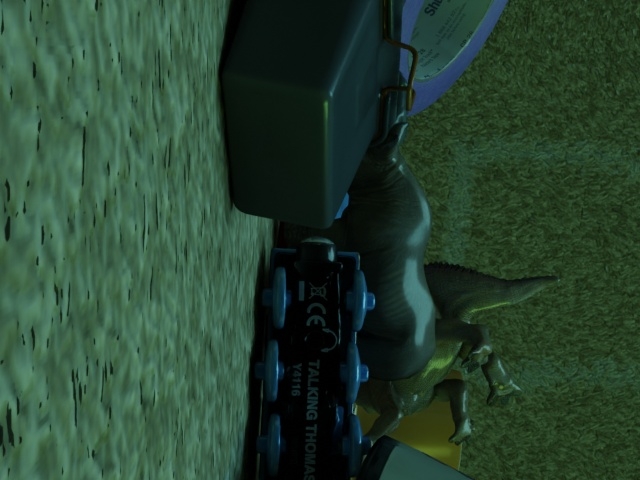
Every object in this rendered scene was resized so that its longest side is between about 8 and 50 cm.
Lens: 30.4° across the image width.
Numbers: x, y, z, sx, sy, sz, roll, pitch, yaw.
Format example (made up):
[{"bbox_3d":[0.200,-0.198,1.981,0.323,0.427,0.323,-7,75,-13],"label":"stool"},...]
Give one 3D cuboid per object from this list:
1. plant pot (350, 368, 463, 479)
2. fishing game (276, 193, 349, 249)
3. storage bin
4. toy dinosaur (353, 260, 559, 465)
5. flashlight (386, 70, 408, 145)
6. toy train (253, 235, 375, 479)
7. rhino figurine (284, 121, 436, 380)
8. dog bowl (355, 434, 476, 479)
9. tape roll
[{"bbox_3d":[0.077,0.218,1.440,0.205,0.188,0.205,4,90,-87],"label":"plant pot"},{"bbox_3d":[0.000,0.000,1.023,0.264,0.041,0.189,49,44,-65],"label":"fishing game"},{"bbox_3d":[-0.003,-0.073,0.612,0.135,0.098,0.091,89,15,-53],"label":"storage bin"},{"bbox_3d":[0.085,0.095,1.164,0.296,0.127,0.200,-49,-132,24],"label":"toy dinosaur"},{"bbox_3d":[0.037,-0.062,1.215,0.304,0.103,0.103,85,6,-61],"label":"flashlight"},{"bbox_3d":[-0.008,0.091,0.817,0.105,0.080,0.184,136,-44,-81],"label":"toy train"},{"bbox_3d":[0.033,-0.002,0.890,0.073,0.106,0.243,-41,129,-66],"label":"rhino figurine"},{"bbox_3d":[0.064,0.342,0.762,0.408,0.150,0.408,12,90,-80],"label":"dog bowl"},{"bbox_3d":[0.114,-0.271,1.249,0.275,0.090,0.275,-45,156,-26],"label":"tape roll"}]
